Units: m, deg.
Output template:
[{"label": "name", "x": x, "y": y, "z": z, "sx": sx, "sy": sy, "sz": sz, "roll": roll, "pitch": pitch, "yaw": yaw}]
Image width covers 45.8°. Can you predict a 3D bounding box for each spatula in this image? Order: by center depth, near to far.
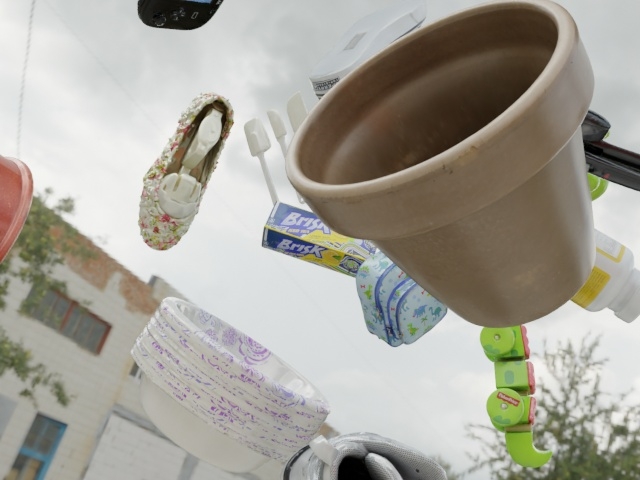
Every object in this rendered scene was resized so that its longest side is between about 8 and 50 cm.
[{"label": "spatula", "x": -0.072, "y": -0.177, "z": 1.629, "sx": 0.168, "sy": 0.241, "sz": 0.019, "roll": -24, "pitch": -12, "yaw": 24}]

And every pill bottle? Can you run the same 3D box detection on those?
[{"label": "pill bottle", "x": 0.362, "y": 0.034, "z": 1.044, "sx": 0.184, "sy": 0.103, "sz": 0.103, "roll": 33, "pitch": -20, "yaw": 10}]

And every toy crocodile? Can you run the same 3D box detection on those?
[{"label": "toy crocodile", "x": 0.359, "y": 0.249, "z": 1.415, "sx": 0.105, "sy": 0.340, "sz": 0.115, "roll": -7, "pitch": -25, "yaw": 14}]

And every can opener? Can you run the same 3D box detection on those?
[{"label": "can opener", "x": 0.341, "y": -0.096, "z": 0.901, "sx": 0.186, "sy": 0.059, "sz": 0.073, "roll": 27, "pitch": -18, "yaw": -6}]

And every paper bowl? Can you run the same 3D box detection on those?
[{"label": "paper bowl", "x": -0.138, "y": 0.213, "z": 1.068, "sx": 0.284, "sy": 0.148, "sz": 0.284, "roll": 34, "pitch": -1, "yaw": 1}]

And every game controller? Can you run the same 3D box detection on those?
[{"label": "game controller", "x": -0.190, "y": -0.487, "z": 1.301, "sx": 0.167, "sy": 0.067, "sz": 0.319, "roll": -2, "pitch": -34, "yaw": -46}]

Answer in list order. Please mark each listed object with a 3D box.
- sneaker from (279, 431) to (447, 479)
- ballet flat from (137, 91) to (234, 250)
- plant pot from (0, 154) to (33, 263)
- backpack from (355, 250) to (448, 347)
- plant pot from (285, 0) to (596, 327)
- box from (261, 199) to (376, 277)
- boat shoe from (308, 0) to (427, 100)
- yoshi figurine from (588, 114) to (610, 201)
[{"label": "sneaker", "x": 0.105, "y": 0.348, "z": 0.820, "sx": 0.366, "sy": 0.137, "sz": 0.210, "roll": 40, "pitch": -24, "yaw": 14}, {"label": "ballet flat", "x": -0.184, "y": -0.102, "z": 1.042, "sx": 0.091, "sy": 0.240, "sz": 0.077, "roll": 23, "pitch": -13, "yaw": -24}, {"label": "plant pot", "x": -0.528, "y": -0.067, "z": 0.865, "sx": 0.273, "sy": 0.272, "sz": 0.265, "roll": 3, "pitch": -31, "yaw": 36}, {"label": "backpack", "x": 0.106, "y": 0.067, "z": 0.967, "sx": 0.084, "sy": 0.105, "sz": 0.114, "roll": 23, "pitch": -40, "yaw": 52}, {"label": "plant pot", "x": 0.135, "y": -0.045, "z": 0.680, "sx": 0.263, "sy": 0.263, "sz": 0.229, "roll": -3, "pitch": -48, "yaw": 44}, {"label": "box", "x": 0.000, "y": 0.000, "z": 1.140, "sx": 0.169, "sy": 0.059, "sz": 0.054, "roll": 18, "pitch": -37, "yaw": 3}, {"label": "boat shoe", "x": 0.093, "y": -0.284, "z": 1.198, "sx": 0.113, "sy": 0.306, "sz": 0.104, "roll": -3, "pitch": -54, "yaw": 34}, {"label": "yoshi figurine", "x": 0.432, "y": -0.199, "z": 1.441, "sx": 0.203, "sy": 0.362, "sz": 0.203, "roll": -4, "pitch": -38, "yaw": -17}]
